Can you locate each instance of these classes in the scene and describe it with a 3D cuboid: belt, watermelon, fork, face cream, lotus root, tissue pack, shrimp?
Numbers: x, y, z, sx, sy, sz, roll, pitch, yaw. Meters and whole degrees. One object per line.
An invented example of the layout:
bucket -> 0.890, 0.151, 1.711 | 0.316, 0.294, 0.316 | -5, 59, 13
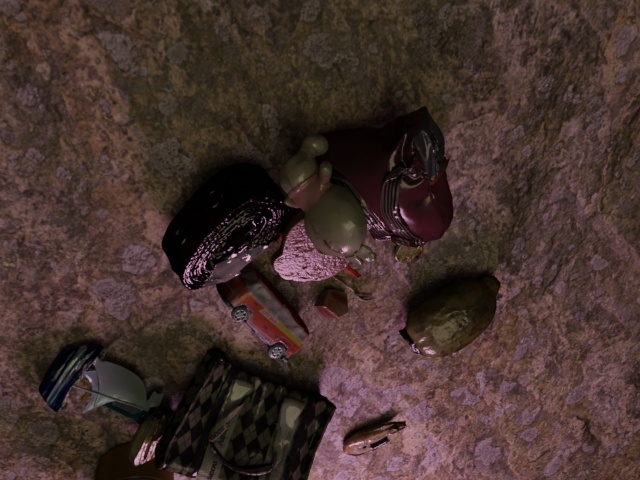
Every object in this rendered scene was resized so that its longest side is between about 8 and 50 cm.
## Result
belt -> -0.209, -0.035, 1.137 | 0.289, 0.164, 0.184 | -42, 147, 9
watermelon -> 0.027, 0.175, 1.375 | 0.084, 0.072, 0.092 | 23, 117, -7
fork -> 0.054, 0.112, 1.366 | 0.219, 0.034, 0.028 | 31, 99, -29
face cream -> -0.517, 0.701, 1.469 | 0.218, 0.179, 0.218 | -7, 122, -12
lotus root -> -0.444, 0.511, 1.425 | 0.143, 0.070, 0.144 | 11, 103, -57
tissue pack -> -0.510, 0.428, 1.401 | 0.138, 0.028, 0.085 | 38, 101, -27
shrimp -> 0.178, 0.640, 1.708 | 0.223, 0.047, 0.126 | -23, 130, 5
lotus root -> 0.364, 0.196, 1.440 | 0.309, 0.173, 0.173 | -35, 123, -2

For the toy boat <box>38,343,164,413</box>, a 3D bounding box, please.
toy boat -> -0.531, 0.373, 1.328 | 0.291, 0.067, 0.220 | 31, 102, -25

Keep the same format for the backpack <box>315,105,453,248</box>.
backpack -> 0.149, -0.106, 1.151 | 0.283, 0.197, 0.317 | -5, 132, 32

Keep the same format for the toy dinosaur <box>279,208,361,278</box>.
toy dinosaur -> -0.001, -0.008, 1.276 | 0.286, 0.070, 0.139 | 19, 91, -26

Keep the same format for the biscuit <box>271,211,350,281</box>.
biscuit -> -0.008, 0.007, 1.171 | 0.181, 0.049, 0.208 | 6, 128, -22

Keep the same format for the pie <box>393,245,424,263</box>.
pie -> 0.229, 0.026, 1.372 | 0.085, 0.017, 0.085 | -8, 123, -12

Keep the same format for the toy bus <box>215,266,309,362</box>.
toy bus -> -0.138, 0.176, 1.306 | 0.120, 0.121, 0.265 | -39, 122, -1

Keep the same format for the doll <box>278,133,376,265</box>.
doll -> 0.004, -0.064, 1.026 | 0.113, 0.155, 0.275 | -24, 85, -39

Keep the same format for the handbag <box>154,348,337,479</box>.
handbag -> -0.187, 0.494, 1.418 | 0.416, 0.180, 0.317 | 26, 84, -23
